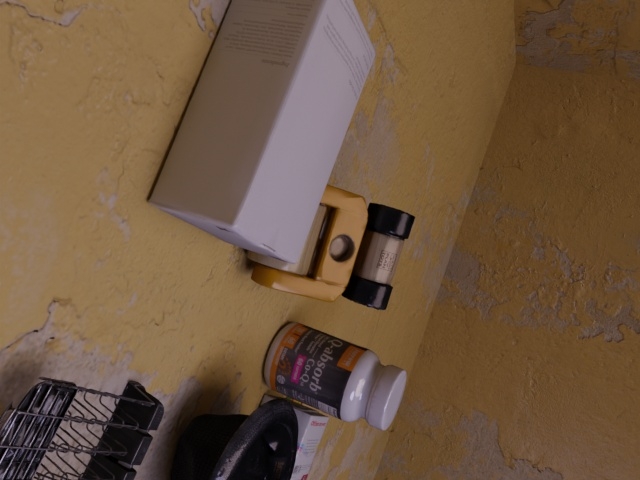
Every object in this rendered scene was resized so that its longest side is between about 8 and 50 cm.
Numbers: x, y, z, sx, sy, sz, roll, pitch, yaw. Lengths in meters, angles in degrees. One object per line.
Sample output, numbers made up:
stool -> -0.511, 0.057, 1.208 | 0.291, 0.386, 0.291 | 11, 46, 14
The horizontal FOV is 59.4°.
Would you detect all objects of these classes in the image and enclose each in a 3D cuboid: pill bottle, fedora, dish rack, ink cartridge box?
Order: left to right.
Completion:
dish rack -> -0.318, 0.270, 0.697 | 0.208, 0.074, 0.271 | -68, 154, -14
fedora -> -0.171, 0.416, 1.008 | 0.334, 0.153, 0.334 | -45, 144, -47
ink cartridge box -> -0.082, 0.452, 1.257 | 0.176, 0.127, 0.128 | -68, 155, -11
pill bottle -> 0.032, 0.292, 1.211 | 0.162, 0.279, 0.162 | -46, 144, -47

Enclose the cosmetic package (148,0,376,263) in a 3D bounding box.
cosmetic package -> -0.069, -0.179, 0.832 | 0.385, 0.156, 0.217 | -68, 156, -9

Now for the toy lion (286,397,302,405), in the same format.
toy lion -> -0.072, 0.420, 1.383 | 0.100, 0.034, 0.096 | -35, 130, -54

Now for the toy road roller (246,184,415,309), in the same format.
toy road roller -> 0.000, 0.000, 1.110 | 0.330, 0.241, 0.202 | 16, 92, -29
